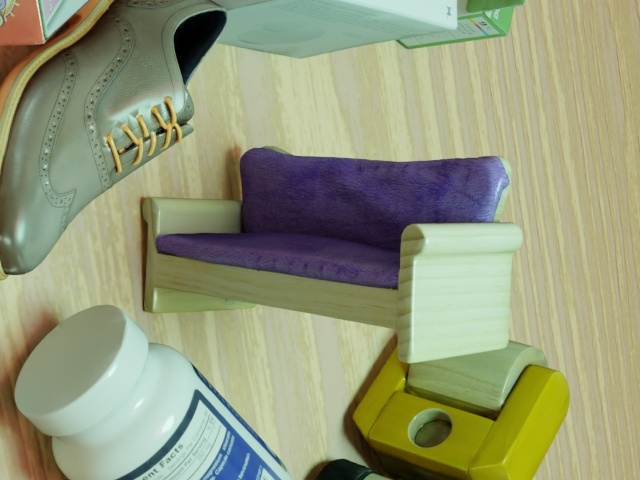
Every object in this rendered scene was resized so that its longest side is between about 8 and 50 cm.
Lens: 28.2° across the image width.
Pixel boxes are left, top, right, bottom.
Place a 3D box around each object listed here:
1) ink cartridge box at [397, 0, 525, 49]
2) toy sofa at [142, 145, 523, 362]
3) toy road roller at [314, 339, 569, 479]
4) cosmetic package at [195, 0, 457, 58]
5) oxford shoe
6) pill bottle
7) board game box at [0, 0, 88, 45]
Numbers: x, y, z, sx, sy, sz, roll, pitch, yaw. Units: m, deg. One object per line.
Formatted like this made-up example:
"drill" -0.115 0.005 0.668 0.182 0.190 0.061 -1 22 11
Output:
"ink cartridge box" 0.179 -0.299 1.514 0.062 0.209 0.109 29 68 -43
"toy sofa" 0.000 0.000 1.199 0.150 0.362 0.177 -2 97 -47
"toy road roller" 0.155 0.287 1.489 0.329 0.202 0.240 -57 140 -26
"cosmetic package" -0.015 -0.279 1.290 0.224 0.224 0.138 3 87 -48
"oxford shoe" -0.186 -0.110 1.103 0.130 0.132 0.364 89 17 -52
"pill bottle" -0.152 0.190 1.179 0.265 0.153 0.153 53 53 -32
"board game box" -0.224 -0.317 1.029 0.316 0.064 0.242 -75 161 -65
